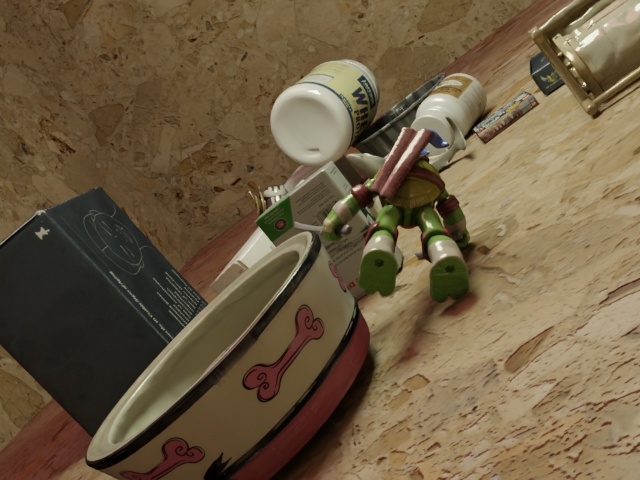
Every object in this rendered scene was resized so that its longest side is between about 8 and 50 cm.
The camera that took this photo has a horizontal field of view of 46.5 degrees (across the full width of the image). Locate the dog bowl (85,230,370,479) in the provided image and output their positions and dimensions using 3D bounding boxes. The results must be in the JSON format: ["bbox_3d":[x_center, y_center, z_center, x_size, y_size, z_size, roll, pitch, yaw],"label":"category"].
[{"bbox_3d":[-0.107,0.179,0.980,0.408,0.150,0.408,-43,9,9],"label":"dog bowl"}]

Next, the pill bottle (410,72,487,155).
[{"bbox_3d":[0.301,-0.298,1.776,0.131,0.131,0.229,-30,13,43],"label":"pill bottle"}]

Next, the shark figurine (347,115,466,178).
[{"bbox_3d":[0.212,-0.149,1.628,0.278,0.166,0.116,-13,48,29],"label":"shark figurine"}]

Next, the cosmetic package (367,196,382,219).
[{"bbox_3d":[0.095,-0.047,1.657,0.115,0.041,0.060,-32,13,36],"label":"cosmetic package"}]

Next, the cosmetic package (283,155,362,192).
[{"bbox_3d":[0.010,-0.175,2.238,0.151,0.151,0.183,-35,11,23],"label":"cosmetic package"}]

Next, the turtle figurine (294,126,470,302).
[{"bbox_3d":[0.111,0.002,1.043,0.274,0.198,0.266,-46,21,27],"label":"turtle figurine"}]

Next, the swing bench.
[{"bbox_3d":[0.502,-0.362,1.246,0.253,0.165,0.254,-36,5,22],"label":"swing bench"}]

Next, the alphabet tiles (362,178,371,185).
[{"bbox_3d":[0.000,0.000,1.703,0.342,0.011,0.285,-48,7,14],"label":"alphabet tiles"}]

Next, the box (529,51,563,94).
[{"bbox_3d":[0.554,-0.412,1.567,0.233,0.059,0.183,-34,12,26],"label":"box"}]

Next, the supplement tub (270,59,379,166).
[{"bbox_3d":[0.024,-0.369,2.104,0.235,0.235,0.325,-32,12,36],"label":"supplement tub"}]

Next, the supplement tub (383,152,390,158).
[{"bbox_3d":[0.211,-0.206,1.877,0.107,0.071,0.071,-42,10,-11],"label":"supplement tub"}]

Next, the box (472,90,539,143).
[{"bbox_3d":[0.392,-0.264,1.588,0.137,0.027,0.094,-37,11,12],"label":"box"}]

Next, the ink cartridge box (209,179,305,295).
[{"bbox_3d":[-0.111,0.020,1.755,0.283,0.117,0.207,-53,8,-33],"label":"ink cartridge box"}]

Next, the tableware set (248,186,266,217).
[{"bbox_3d":[-0.182,-0.051,2.245,0.039,0.194,0.128,-10,26,-9],"label":"tableware set"}]

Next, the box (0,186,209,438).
[{"bbox_3d":[-0.548,0.153,1.842,0.297,0.480,0.472,-40,9,4],"label":"box"}]

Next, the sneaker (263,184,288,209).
[{"bbox_3d":[-0.119,-0.039,2.281,0.106,0.162,0.281,-12,-23,1],"label":"sneaker"}]

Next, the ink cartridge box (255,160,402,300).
[{"bbox_3d":[0.019,-0.003,1.251,0.153,0.208,0.087,-35,7,18],"label":"ink cartridge box"}]

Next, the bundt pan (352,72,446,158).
[{"bbox_3d":[0.253,-0.321,2.094,0.331,0.124,0.331,-38,10,8],"label":"bundt pan"}]
